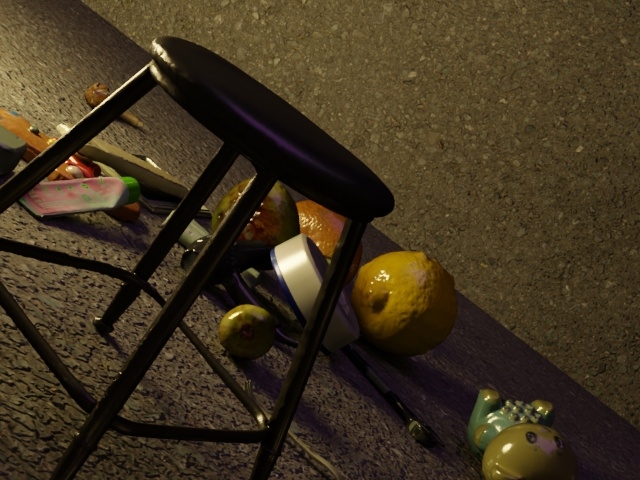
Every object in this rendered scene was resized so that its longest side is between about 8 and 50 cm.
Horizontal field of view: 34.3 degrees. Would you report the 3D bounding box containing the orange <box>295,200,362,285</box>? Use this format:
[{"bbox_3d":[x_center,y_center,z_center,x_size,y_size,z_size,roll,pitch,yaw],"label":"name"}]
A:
[{"bbox_3d":[0.005,-0.003,2.489,0.237,0.158,0.179,39,-6,18],"label":"orange"}]

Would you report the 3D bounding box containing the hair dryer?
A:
[{"bbox_3d":[-0.118,0.102,1.877,0.272,0.091,0.235,54,25,15],"label":"hair dryer"}]

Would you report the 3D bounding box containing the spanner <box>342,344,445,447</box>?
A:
[{"bbox_3d":[0.133,0.293,1.992,0.087,0.024,0.316,28,12,-46],"label":"spanner"}]

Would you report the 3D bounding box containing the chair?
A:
[{"bbox_3d":[-0.157,0.023,1.136,0.364,0.410,0.362,43,12,31],"label":"chair"}]

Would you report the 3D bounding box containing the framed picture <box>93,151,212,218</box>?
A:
[{"bbox_3d":[-0.365,-0.125,2.198,0.231,0.018,0.293,39,10,14],"label":"framed picture"}]

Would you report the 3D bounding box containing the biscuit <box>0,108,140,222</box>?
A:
[{"bbox_3d":[-0.460,-0.140,1.884,0.324,0.049,0.205,37,9,-6],"label":"biscuit"}]

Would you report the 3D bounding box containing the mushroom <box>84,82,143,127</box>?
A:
[{"bbox_3d":[-0.502,-0.329,2.546,0.060,0.061,0.187,38,5,36],"label":"mushroom"}]

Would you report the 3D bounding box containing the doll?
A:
[{"bbox_3d":[0.375,0.398,1.935,0.177,0.162,0.261,14,13,-11],"label":"doll"}]

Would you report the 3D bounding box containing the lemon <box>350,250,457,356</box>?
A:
[{"bbox_3d":[0.182,0.137,2.260,0.233,0.233,0.288,44,12,34],"label":"lemon"}]

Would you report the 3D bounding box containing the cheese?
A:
[{"bbox_3d":[-0.374,-0.149,2.052,0.085,0.034,0.400,42,6,27],"label":"cheese"}]

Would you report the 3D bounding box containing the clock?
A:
[{"bbox_3d":[-0.008,0.101,1.978,0.230,0.083,0.230,62,7,-14],"label":"clock"}]

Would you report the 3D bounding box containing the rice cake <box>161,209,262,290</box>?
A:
[{"bbox_3d":[-0.210,0.020,2.000,0.221,0.042,0.080,39,16,1],"label":"rice cake"}]

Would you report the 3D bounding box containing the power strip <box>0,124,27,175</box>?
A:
[{"bbox_3d":[-0.595,-0.192,1.616,0.265,0.059,0.193,35,6,-8],"label":"power strip"}]

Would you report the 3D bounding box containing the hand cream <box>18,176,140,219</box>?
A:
[{"bbox_3d":[-0.401,-0.074,1.729,0.079,0.050,0.275,14,13,26],"label":"hand cream"}]

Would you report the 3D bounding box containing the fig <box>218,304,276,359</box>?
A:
[{"bbox_3d":[-0.106,0.157,1.667,0.093,0.093,0.166,41,-8,21],"label":"fig"}]

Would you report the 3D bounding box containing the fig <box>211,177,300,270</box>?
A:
[{"bbox_3d":[-0.121,-0.026,2.126,0.181,0.181,0.191,48,-8,48],"label":"fig"}]

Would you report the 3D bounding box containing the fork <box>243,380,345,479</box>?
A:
[{"bbox_3d":[-0.036,0.285,1.476,0.219,0.028,0.034,44,4,14],"label":"fork"}]
